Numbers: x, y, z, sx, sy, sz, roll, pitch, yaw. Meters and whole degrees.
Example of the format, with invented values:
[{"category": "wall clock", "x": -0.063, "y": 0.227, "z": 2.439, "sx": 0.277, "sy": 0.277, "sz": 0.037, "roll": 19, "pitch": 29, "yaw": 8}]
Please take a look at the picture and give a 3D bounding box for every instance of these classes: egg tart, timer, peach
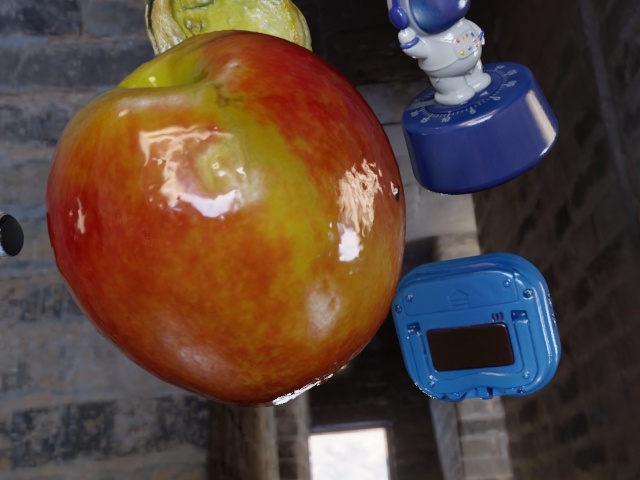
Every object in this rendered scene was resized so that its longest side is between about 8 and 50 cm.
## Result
[{"category": "egg tart", "x": -0.145, "y": -0.315, "z": 1.321, "sx": 0.279, "sy": 0.278, "sz": 0.095, "roll": 5, "pitch": 156, "yaw": -25}, {"category": "timer", "x": 0.327, "y": 0.191, "z": 1.795, "sx": 0.340, "sy": 0.309, "sz": 0.115, "roll": -10, "pitch": -169, "yaw": 26}, {"category": "timer", "x": 0.226, "y": -0.299, "z": 1.440, "sx": 0.270, "sy": 0.270, "sz": 0.383, "roll": -13, "pitch": 121, "yaw": 25}, {"category": "peach", "x": -0.085, "y": -0.014, "z": 0.863, "sx": 0.388, "sy": 0.388, "sz": 0.388, "roll": -4, "pitch": 161, "yaw": -1}]

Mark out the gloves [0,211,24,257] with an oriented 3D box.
[{"category": "gloves", "x": -0.540, "y": 0.014, "z": 1.209, "sx": 0.229, "sy": 0.097, "sz": 0.119, "roll": -22, "pitch": 179, "yaw": 7}]
